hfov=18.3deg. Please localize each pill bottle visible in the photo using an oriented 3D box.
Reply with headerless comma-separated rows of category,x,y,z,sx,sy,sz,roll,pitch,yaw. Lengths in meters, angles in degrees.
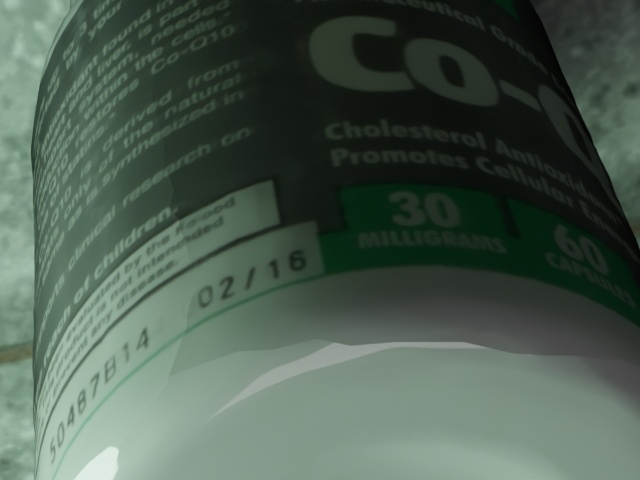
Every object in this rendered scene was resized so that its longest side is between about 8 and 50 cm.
pill bottle,0.000,0.000,0.699,0.204,0.361,0.204,-4,125,-6
